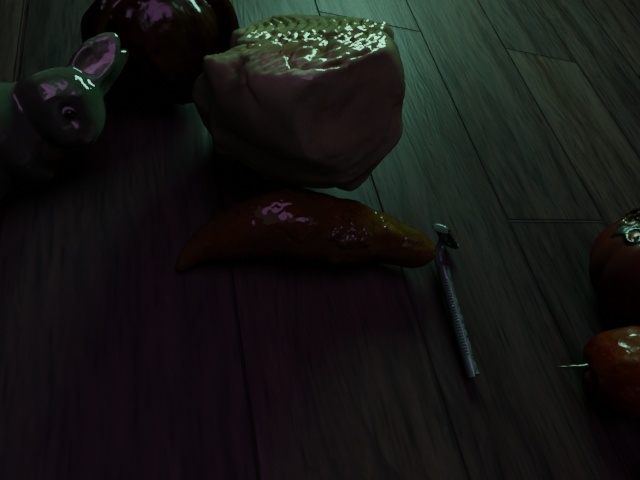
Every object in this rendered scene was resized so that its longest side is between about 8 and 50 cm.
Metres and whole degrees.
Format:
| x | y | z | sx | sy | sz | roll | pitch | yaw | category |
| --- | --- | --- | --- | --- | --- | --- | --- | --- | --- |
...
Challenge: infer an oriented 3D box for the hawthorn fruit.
| x | y | z | sx | sy | sz | roll | pitch | yaw | category |
| --- | --- | --- | --- | --- | --- | --- | --- | --- | --- |
| 0.429 | 0.180 | 0.653 | 0.140 | 0.125 | 0.125 | 20 | 54 | -11 | hawthorn fruit |

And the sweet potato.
| x | y | z | sx | sy | sz | roll | pitch | yaw | category |
| --- | --- | --- | --- | --- | --- | --- | --- | --- | --- |
| -0.002 | -0.014 | 0.605 | 0.354 | 0.095 | 0.106 | 0 | 103 | -20 | sweet potato |

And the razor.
| x | y | z | sx | sy | sz | roll | pitch | yaw | category |
| --- | --- | --- | --- | --- | --- | --- | --- | --- | --- |
| 0.189 | 0.086 | 0.661 | 0.084 | 0.035 | 0.211 | 35 | 47 | -57 | razor |

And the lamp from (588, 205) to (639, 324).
| x | y | z | sx | sy | sz | roll | pitch | yaw | category |
| --- | --- | --- | --- | --- | --- | --- | --- | --- | --- |
| 0.550 | 0.039 | 0.735 | 0.226 | 0.227 | 0.227 | 11 | 56 | -17 | lamp |

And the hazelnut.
| x | y | z | sx | sy | sz | roll | pitch | yaw | category |
| --- | --- | --- | --- | --- | --- | --- | --- | --- | --- |
| -0.211 | -0.280 | 0.635 | 0.201 | 0.170 | 0.161 | -17 | 67 | -4 | hazelnut |

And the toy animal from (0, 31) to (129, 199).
| x | y | z | sx | sy | sz | roll | pitch | yaw | category |
| --- | --- | --- | --- | --- | --- | --- | --- | --- | --- |
| -0.307 | -0.135 | 0.503 | 0.251 | 0.127 | 0.125 | -36 | 108 | -13 | toy animal |

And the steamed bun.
| x | y | z | sx | sy | sz | roll | pitch | yaw | category |
| --- | --- | --- | --- | --- | --- | --- | --- | --- | --- |
| -0.023 | -0.177 | 0.628 | 0.276 | 0.203 | 0.289 | -27 | 39 | -28 | steamed bun |
